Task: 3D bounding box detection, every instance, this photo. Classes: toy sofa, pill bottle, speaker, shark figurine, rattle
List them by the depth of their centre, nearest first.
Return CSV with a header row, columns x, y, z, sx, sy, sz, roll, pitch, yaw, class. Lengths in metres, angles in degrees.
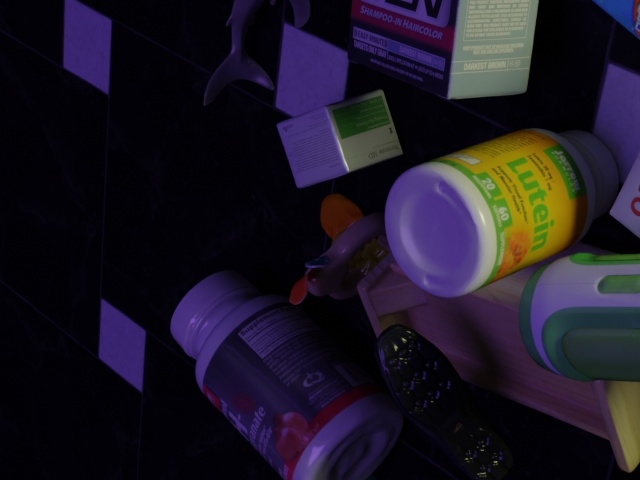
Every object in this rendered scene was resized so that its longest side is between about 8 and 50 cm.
x,y,z,sx,sy,sz,roll,pitch,yaw,class
0.320,0.069,1.245,0.296,0.131,0.131,-3,103,52,speaker
0.195,-0.039,1.431,0.136,0.246,0.136,22,121,41,pill bottle
0.234,0.093,1.545,0.363,0.177,0.150,19,144,43,toy sofa
0.000,0.000,1.702,0.142,0.200,0.130,56,138,16,rattle
-0.087,-0.302,1.748,0.278,0.116,0.166,-40,73,46,shark figurine
-0.054,0.184,1.858,0.318,0.176,0.176,43,133,29,pill bottle

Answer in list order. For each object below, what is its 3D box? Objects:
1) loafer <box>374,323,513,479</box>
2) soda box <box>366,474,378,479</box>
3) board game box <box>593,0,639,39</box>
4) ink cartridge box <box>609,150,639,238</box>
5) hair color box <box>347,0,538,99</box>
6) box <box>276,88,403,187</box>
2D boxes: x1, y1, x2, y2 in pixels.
x,y,z,sx,sy,sz,roll,pitch,yaw,class
0.129,0.179,1.535,0.223,0.076,0.078,51,177,-19,loafer
0.008,0.320,1.929,0.210,0.067,0.071,46,135,25,soda box
0.311,-0.297,1.349,0.210,0.047,0.160,46,135,26,board game box
0.433,-0.031,1.264,0.289,0.122,0.211,43,134,28,ink cartridge box
0.136,-0.349,1.425,0.185,0.114,0.374,30,121,50,hair color box
0.023,-0.123,1.701,0.102,0.101,0.087,-13,96,50,box
